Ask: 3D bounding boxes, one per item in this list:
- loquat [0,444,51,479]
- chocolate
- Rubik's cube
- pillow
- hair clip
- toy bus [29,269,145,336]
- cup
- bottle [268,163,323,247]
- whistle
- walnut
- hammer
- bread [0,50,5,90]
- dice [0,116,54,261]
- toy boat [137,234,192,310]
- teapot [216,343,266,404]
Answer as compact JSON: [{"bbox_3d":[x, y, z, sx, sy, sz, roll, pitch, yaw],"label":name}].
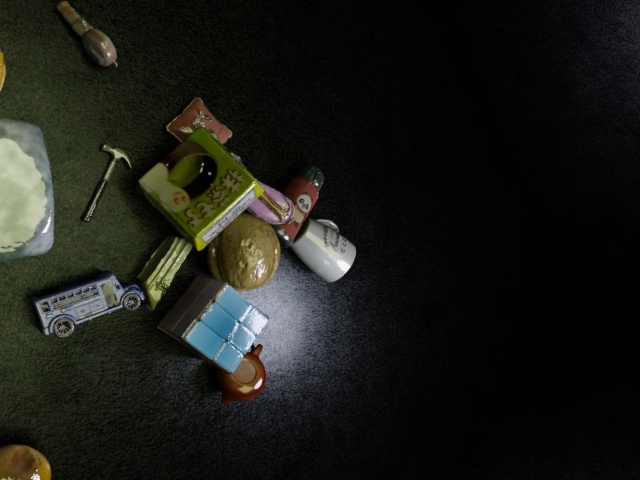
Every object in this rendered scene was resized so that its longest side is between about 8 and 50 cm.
[{"bbox_3d":[-0.830,0.645,1.360,0.213,0.213,0.213,-2,94,-39],"label":"loquat"},{"bbox_3d":[-0.379,-0.171,1.615,0.289,0.137,0.301,45,81,-2],"label":"chocolate"},{"bbox_3d":[-0.356,0.273,1.709,0.231,0.221,0.224,47,65,-30],"label":"Rubik's cube"},{"bbox_3d":[-0.405,-0.369,1.732,0.179,0.075,0.171,48,66,-28],"label":"pillow"},{"bbox_3d":[-0.241,-0.181,1.809,0.358,0.096,0.110,47,45,-11],"label":"hair clip"},{"bbox_3d":[-0.679,0.173,1.507,0.292,0.125,0.133,-21,105,-35],"label":"toy bus"},{"bbox_3d":[0.000,0.000,2.035,0.234,0.186,0.258,40,38,-24],"label":"cup"},{"bbox_3d":[-0.102,-0.143,1.948,0.144,0.144,0.336,43,64,-32],"label":"bottle"},{"bbox_3d":[-0.676,-0.594,1.494,0.220,0.107,0.057,51,58,-14],"label":"whistle"},{"bbox_3d":[-0.266,0.037,1.767,0.283,0.227,0.282,0,89,-26],"label":"walnut"},{"bbox_3d":[-0.661,-0.167,1.569,0.103,0.029,0.246,26,77,-36],"label":"hammer"},{"bbox_3d":[-0.924,-0.442,1.282,0.236,0.120,0.198,15,85,-38],"label":"bread"},{"bbox_3d":[-0.842,-0.116,1.233,0.331,0.348,0.327,-6,96,-32],"label":"dice"},{"bbox_3d":[-0.506,0.085,1.650,0.084,0.111,0.276,38,70,-31],"label":"toy boat"},{"bbox_3d":[-0.282,0.478,1.853,0.178,0.135,0.252,36,47,-4],"label":"teapot"}]
